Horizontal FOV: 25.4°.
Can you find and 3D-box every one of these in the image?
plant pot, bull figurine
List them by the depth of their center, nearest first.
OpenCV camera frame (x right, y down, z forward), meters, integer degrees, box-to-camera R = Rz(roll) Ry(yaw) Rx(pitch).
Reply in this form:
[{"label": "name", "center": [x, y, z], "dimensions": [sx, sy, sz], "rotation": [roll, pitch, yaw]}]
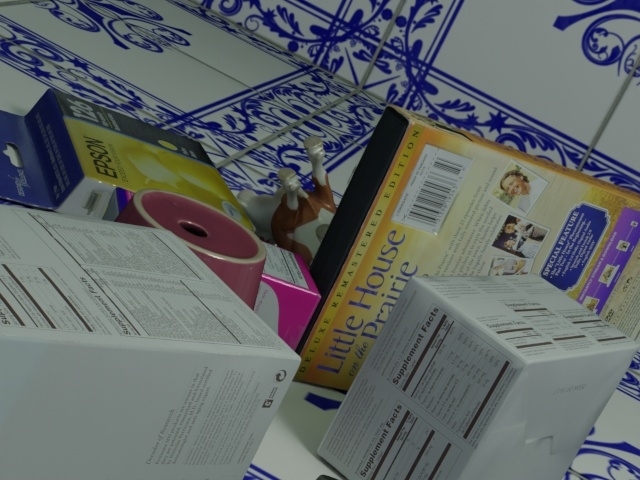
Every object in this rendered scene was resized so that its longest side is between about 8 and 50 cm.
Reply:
[{"label": "plant pot", "center": [-0.142, 0.062, 1.260], "dimensions": [0.201, 0.180, 0.201], "rotation": [25, 17, -8]}, {"label": "bull figurine", "center": [0.000, 0.000, 1.696], "dimensions": [0.101, 0.188, 0.310], "rotation": [-27, 52, -21]}]

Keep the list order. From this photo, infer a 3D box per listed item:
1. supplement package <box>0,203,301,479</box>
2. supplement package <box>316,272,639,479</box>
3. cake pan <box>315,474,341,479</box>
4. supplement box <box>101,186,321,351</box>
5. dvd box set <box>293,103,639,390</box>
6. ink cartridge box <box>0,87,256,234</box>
[{"label": "supplement package", "center": [-0.199, 0.105, 1.008], "dimensions": [0.263, 0.199, 0.198], "rotation": [9, 23, -44]}, {"label": "supplement package", "center": [0.159, 0.154, 1.390], "dimensions": [0.145, 0.204, 0.262], "rotation": [37, 20, 30]}, {"label": "cake pan", "center": [0.100, 0.258, 1.068], "dimensions": [0.293, 0.054, 0.293], "rotation": [28, -5, 3]}, {"label": "supplement box", "center": [-0.126, 0.047, 1.450], "dimensions": [0.220, 0.111, 0.114], "rotation": [22, 16, -18]}, {"label": "dvd box set", "center": [0.187, 0.051, 1.571], "dimensions": [0.420, 0.307, 0.062], "rotation": [15, 17, -31]}, {"label": "ink cartridge box", "center": [-0.260, -0.094, 1.758], "dimensions": [0.307, 0.072, 0.303], "rotation": [20, 18, -27]}]
